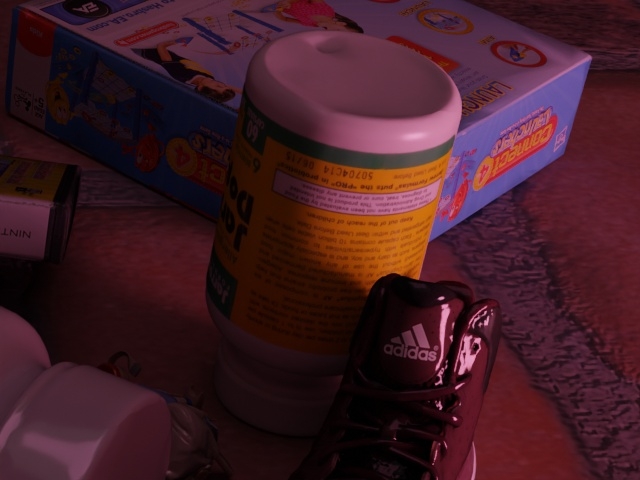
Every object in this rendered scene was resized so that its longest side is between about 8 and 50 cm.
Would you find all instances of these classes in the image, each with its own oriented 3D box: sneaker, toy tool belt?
[{"bbox_3d":[0.019,0.103,0.909,0.106,0.162,0.281,18,30,9],"label":"sneaker"},{"bbox_3d":[-0.084,0.099,1.005,0.083,0.052,0.051,40,9,34],"label":"toy tool belt"}]

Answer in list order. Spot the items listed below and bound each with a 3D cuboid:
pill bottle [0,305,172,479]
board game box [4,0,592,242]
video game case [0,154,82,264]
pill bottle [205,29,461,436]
[{"bbox_3d":[-0.224,0.086,0.852,0.283,0.161,0.161,19,31,12],"label":"pill bottle"},{"bbox_3d":[-0.011,-0.113,1.341,0.302,0.086,0.308,28,33,24],"label":"board game box"},{"bbox_3d":[-0.264,-0.035,1.067,0.248,0.035,0.275,8,6,-7],"label":"video game case"},{"bbox_3d":[0.000,0.000,1.031,0.118,0.208,0.117,9,30,-6],"label":"pill bottle"}]
